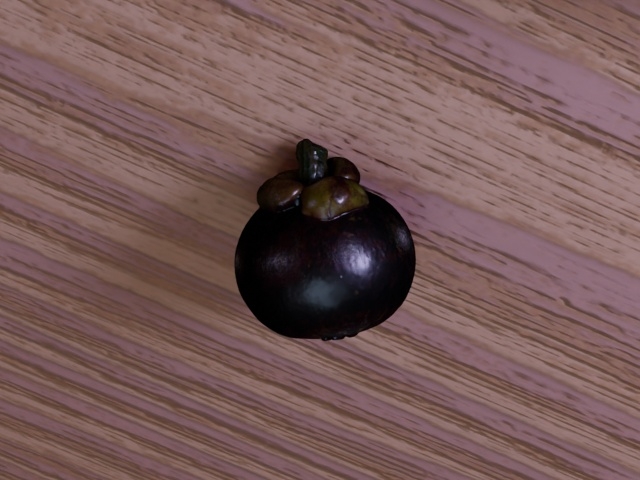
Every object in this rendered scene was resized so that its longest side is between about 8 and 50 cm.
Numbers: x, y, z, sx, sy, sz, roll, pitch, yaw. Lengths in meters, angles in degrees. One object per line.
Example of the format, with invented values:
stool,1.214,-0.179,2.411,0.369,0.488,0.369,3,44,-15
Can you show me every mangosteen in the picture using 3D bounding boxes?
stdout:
mangosteen,0.000,0.000,1.128,0.140,0.140,0.140,9,138,9
